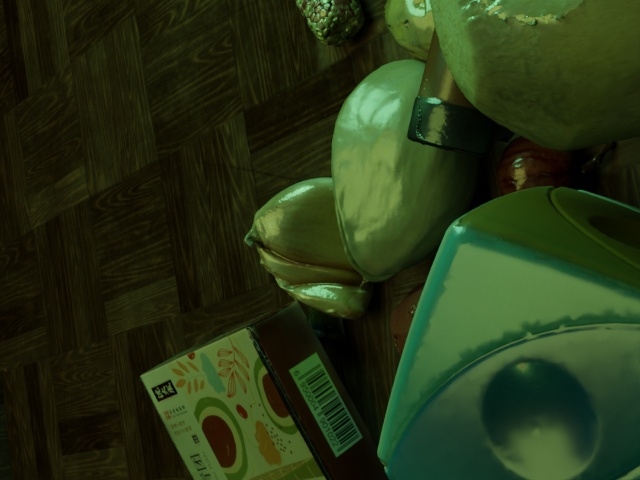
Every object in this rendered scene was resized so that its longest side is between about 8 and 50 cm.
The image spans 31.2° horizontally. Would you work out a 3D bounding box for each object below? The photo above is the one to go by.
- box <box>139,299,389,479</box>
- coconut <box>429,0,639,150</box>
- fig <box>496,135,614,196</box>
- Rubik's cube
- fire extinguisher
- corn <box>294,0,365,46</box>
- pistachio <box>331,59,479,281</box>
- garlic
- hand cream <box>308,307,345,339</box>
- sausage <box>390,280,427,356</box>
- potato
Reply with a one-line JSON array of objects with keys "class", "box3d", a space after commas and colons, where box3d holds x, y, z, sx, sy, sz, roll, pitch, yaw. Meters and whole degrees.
[{"class": "box", "box3d": [-0.103, 0.321, 1.980, 0.385, 0.122, 0.344, -27, 92, 50]}, {"class": "coconut", "box3d": [0.330, -0.303, 1.290, 0.344, 0.415, 0.415, 78, 179, -78]}, {"class": "fig", "box3d": [0.308, -0.083, 1.537, 0.128, 0.150, 0.128, 178, 90, -81]}, {"class": "Rubik's cube", "box3d": [0.308, 0.155, 1.289, 0.352, 0.347, 0.351, 21, 109, 27]}, {"class": "fire extinguisher", "box3d": [0.238, -0.298, 1.523, 0.113, 0.200, 0.376, 22, 102, 60]}, {"class": "corn", "box3d": [-0.016, -0.445, 1.929, 0.098, 0.098, 0.290, -56, 47, 37]}, {"class": "pistachio", "box3d": [0.120, -0.099, 1.678, 0.208, 0.226, 0.331, -168, 87, -72]}, {"class": "garlic", "box3d": [0.000, 0.000, 1.883, 0.110, 0.228, 0.217, -61, -7, -80]}, {"class": "hand cream", "box3d": [0.005, 0.053, 1.977, 0.086, 0.055, 0.235, 3, 100, 48]}, {"class": "sausage", "box3d": [0.215, 0.109, 1.628, 0.280, 0.152, 0.152, -26, 72, 51]}, {"class": "potato", "box3d": [0.184, -0.333, 1.651, 0.235, 0.128, 0.161, 20, 108, 41]}]
